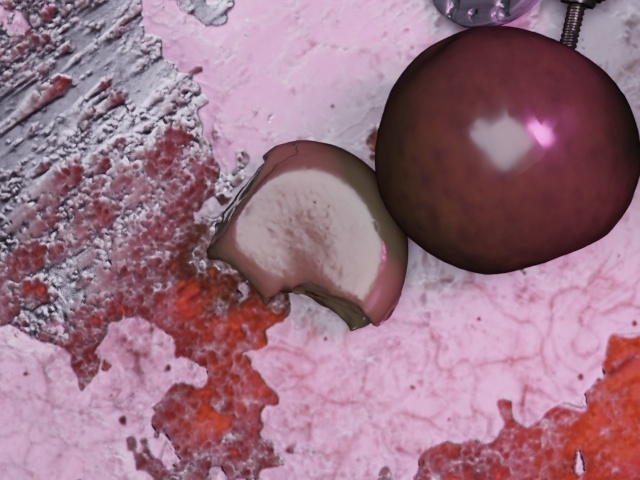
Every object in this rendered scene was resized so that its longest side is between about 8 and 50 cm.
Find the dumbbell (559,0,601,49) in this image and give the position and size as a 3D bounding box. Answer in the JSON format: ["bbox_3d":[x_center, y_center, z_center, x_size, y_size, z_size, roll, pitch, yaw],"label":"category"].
[{"bbox_3d":[0.267,-0.307,1.332,0.110,0.110,0.254,13,96,7],"label":"dumbbell"}]

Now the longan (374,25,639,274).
[{"bbox_3d":[0.176,-0.079,1.277,0.248,0.248,0.248,0,88,7],"label":"longan"}]

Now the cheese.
[{"bbox_3d":[0.000,0.000,1.352,0.202,0.091,0.175,40,94,7],"label":"cheese"}]

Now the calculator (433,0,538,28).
[{"bbox_3d":[0.171,-0.329,1.332,0.141,0.045,0.246,6,88,50],"label":"calculator"}]
